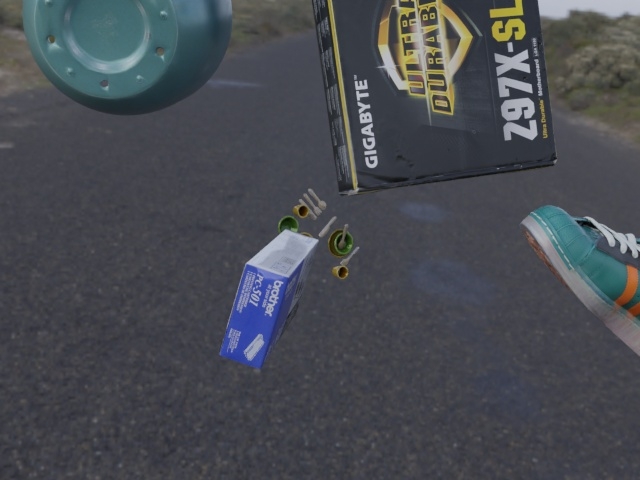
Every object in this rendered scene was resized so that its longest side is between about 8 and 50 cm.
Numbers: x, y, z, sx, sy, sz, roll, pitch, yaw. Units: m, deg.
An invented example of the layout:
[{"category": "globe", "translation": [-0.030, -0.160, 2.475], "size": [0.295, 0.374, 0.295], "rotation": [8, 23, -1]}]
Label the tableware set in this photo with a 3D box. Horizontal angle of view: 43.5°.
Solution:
[{"category": "tableware set", "translation": [0.000, 0.000, 1.295], "size": [0.104, 0.154, 0.024], "rotation": [-49, 28, -19]}]

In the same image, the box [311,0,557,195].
[{"category": "box", "translation": [0.130, -0.227, 0.942], "size": [0.257, 0.322, 0.079], "rotation": [-8, 3, -15]}]

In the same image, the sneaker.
[{"category": "sneaker", "translation": [0.340, 0.034, 0.884], "size": [0.302, 0.121, 0.108], "rotation": [36, 15, -31]}]

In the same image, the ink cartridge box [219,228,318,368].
[{"category": "ink cartridge box", "translation": [-0.049, 0.054, 0.847], "size": [0.046, 0.097, 0.207], "rotation": [19, 12, 5]}]

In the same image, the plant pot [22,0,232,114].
[{"category": "plant pot", "translation": [-0.276, -0.306, 1.121], "size": [0.293, 0.293, 0.235], "rotation": [4, 20, -4]}]
